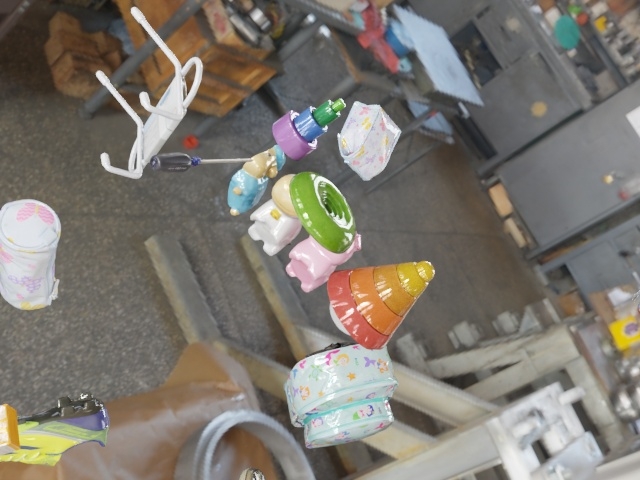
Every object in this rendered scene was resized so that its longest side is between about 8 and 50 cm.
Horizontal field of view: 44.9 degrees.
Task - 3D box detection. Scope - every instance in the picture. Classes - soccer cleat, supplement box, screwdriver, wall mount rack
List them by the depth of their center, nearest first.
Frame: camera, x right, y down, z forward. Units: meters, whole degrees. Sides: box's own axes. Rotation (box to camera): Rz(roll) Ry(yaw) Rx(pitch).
[{"bbox_3d":[-0.137,-0.099,0.935,0.170,0.024,0.025,-17,119,-51],"label":"screwdriver"},{"bbox_3d":[-0.487,0.281,1.109,0.036,0.098,0.062,79,-8,-61],"label":"supplement box"},{"bbox_3d":[-0.522,0.363,1.385,0.289,0.093,0.121,-12,105,-22],"label":"soccer cleat"},{"bbox_3d":[-0.394,-0.317,1.698,0.130,0.350,0.304,17,46,-33],"label":"wall mount rack"}]

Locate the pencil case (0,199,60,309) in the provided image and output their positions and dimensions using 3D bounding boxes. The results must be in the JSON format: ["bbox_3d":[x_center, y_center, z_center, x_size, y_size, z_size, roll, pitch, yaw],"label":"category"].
[{"bbox_3d":[-0.576,0.035,1.532,0.124,0.273,0.113,46,55,12],"label":"pencil case"}]

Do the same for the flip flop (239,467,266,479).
[{"bbox_3d":[-0.155,0.533,1.349,0.112,0.080,0.277,66,27,-53],"label":"flip flop"}]

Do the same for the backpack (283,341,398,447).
[{"bbox_3d":[0.045,0.304,1.556,0.225,0.253,0.191,-10,62,-14],"label":"backpack"}]

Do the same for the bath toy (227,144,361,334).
[{"bbox_3d":[0.000,0.000,1.301,0.129,0.151,0.348,-36,78,-29],"label":"bath toy"}]

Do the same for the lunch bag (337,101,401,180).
[{"bbox_3d":[0.059,-0.129,1.020,0.071,0.053,0.083,35,74,-52],"label":"lunch bag"}]

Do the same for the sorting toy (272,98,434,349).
[{"bbox_3d":[0.050,-0.043,1.041,0.127,0.126,0.365,14,49,-55],"label":"sorting toy"}]

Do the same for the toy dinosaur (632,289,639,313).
[{"bbox_3d":[0.532,0.082,1.222,0.047,0.082,0.090,43,49,20],"label":"toy dinosaur"}]
